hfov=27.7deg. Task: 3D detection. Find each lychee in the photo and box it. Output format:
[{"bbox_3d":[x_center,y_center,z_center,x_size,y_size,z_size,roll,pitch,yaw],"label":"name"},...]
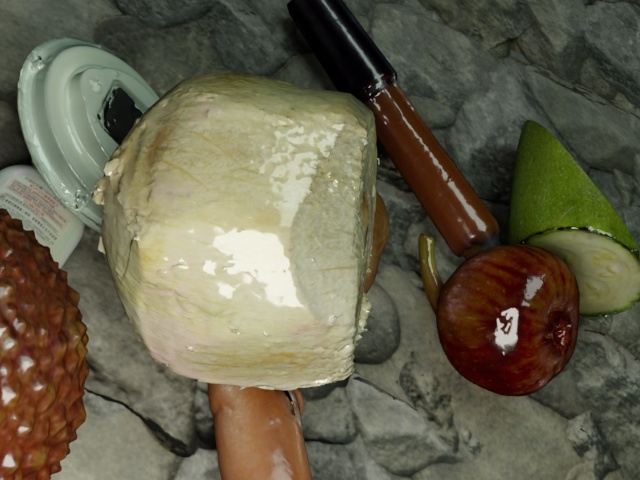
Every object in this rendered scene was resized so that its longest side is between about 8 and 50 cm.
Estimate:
[{"bbox_3d":[-0.315,0.091,1.027,0.275,0.276,0.304,14,36,-28],"label":"lychee"}]

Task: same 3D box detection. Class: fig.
[{"bbox_3d":[0.193,0.087,1.510,0.175,0.207,0.175,-10,102,-50],"label":"fig"}]

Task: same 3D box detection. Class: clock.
[{"bbox_3d":[-0.210,-0.111,1.347,0.236,0.053,0.237,36,42,-41],"label":"clock"}]

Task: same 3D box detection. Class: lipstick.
[{"bbox_3d":[0.095,-0.144,1.627,0.077,0.077,0.418,-28,81,-44],"label":"lipstick"}]

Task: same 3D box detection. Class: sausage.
[{"bbox_3d":[-0.031,0.295,1.224,0.094,0.094,0.419,47,25,-62],"label":"sausage"}]

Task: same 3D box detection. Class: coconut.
[{"bbox_3d":[-0.077,-0.014,1.225,0.254,0.297,0.297,2,53,5],"label":"coconut"}]

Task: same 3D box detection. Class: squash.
[{"bbox_3d":[0.333,-0.051,1.657,0.189,0.189,0.261,31,48,-15],"label":"squash"}]

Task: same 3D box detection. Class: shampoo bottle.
[{"bbox_3d":[-0.287,-0.022,1.278,0.108,0.051,0.221,37,42,-10],"label":"shampoo bottle"}]

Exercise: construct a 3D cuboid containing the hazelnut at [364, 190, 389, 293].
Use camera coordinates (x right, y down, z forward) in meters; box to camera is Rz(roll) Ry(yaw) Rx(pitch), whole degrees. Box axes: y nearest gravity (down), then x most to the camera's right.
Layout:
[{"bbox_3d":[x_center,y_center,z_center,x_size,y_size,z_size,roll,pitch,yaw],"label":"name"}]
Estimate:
[{"bbox_3d":[0.000,0.000,1.433,0.150,0.150,0.150,19,51,-25],"label":"hazelnut"}]
